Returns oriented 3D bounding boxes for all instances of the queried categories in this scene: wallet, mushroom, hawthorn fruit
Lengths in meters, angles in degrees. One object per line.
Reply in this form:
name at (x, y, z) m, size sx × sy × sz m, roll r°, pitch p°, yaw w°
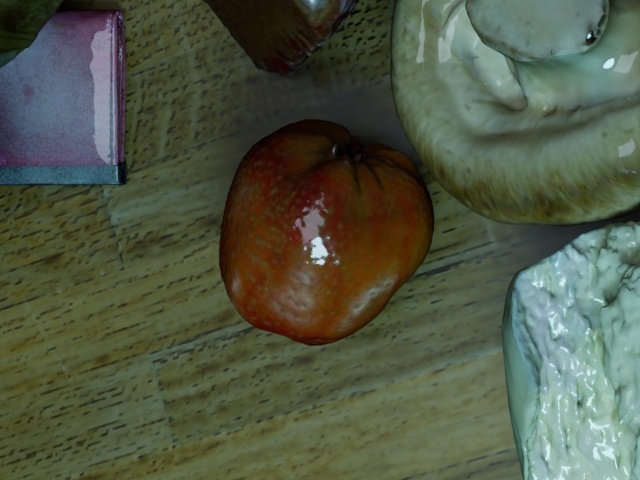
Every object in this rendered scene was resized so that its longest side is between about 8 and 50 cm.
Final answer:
wallet at (-0.242, -0.097, 1.341) m, size 0.232 × 0.025 × 0.119 m, roll 0°, pitch 89°, yaw 18°
mushroom at (0.153, -0.139, 1.143) m, size 0.278 × 0.146 × 0.278 m, roll -7°, pitch 78°, yaw 37°
hawthorn fruit at (0.000, 0.000, 1.205) m, size 0.133 × 0.133 × 0.138 m, roll 29°, pitch 113°, yaw 16°

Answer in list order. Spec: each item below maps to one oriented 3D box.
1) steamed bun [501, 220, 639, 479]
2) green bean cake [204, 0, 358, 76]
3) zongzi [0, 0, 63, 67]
steamed bun at (0.191, 0.099, 1.099) m, size 0.200 × 0.170 × 0.225 m, roll -8°, pitch 88°, yaw 59°
green bean cake at (-0.006, -0.188, 1.154) m, size 0.097 × 0.232 × 0.198 m, roll 36°, pitch 99°, yaw -6°
zongzi at (-0.338, -0.135, 1.280) m, size 0.286 × 0.138 × 0.300 m, roll 18°, pitch 79°, yaw 23°
